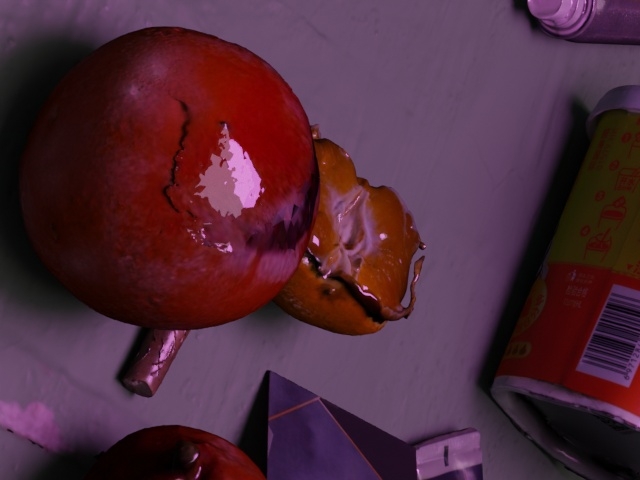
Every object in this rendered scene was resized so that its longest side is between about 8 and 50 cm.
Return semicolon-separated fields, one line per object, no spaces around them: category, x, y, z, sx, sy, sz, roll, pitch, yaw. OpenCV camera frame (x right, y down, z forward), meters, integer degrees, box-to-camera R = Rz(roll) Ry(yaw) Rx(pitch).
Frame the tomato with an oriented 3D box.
tomato;-0.093;-0.040;1.334;0.208;0.184;0.208;-6;99;-48

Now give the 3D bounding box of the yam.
yam;-0.102;0.047;1.454;0.032;0.032;0.145;47;60;-42

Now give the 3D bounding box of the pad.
pad;0.020;0.225;1.514;0.164;0.004;0.243;30;41;-30

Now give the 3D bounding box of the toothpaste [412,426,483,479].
toothpaste;0.117;0.361;1.723;0.099;0.061;0.392;-9;99;-47

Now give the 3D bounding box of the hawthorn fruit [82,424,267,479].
hawthorn fruit;-0.097;0.207;1.353;0.169;0.169;0.188;-40;163;-41

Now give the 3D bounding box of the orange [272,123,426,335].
orange;0.000;0.000;1.509;0.160;0.112;0.170;7;50;-48

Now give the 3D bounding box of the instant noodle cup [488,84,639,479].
instant noodle cup;0.318;0.059;1.803;0.294;0.294;0.307;46;67;-42

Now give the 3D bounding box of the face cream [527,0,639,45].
face cream;0.287;-0.220;1.864;0.283;0.073;0.073;-5;97;-50
